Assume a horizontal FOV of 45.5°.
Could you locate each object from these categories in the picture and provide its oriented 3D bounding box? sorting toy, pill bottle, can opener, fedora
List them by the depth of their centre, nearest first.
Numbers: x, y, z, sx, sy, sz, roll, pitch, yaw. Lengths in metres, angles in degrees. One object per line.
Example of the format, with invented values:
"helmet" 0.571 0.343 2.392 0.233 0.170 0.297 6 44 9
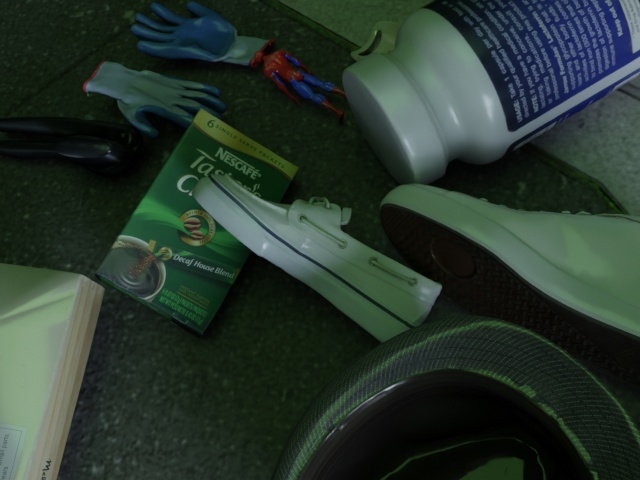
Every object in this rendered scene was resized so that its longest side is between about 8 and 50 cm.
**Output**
"fedora" 0.092 0.199 0.541 0.244 0.124 0.275 37 84 25
"pill bottle" 0.162 -0.162 0.684 0.265 0.153 0.153 -31 64 -6
"sorting toy" 0.073 -0.195 0.780 0.075 0.045 0.083 30 74 29
"can opener" -0.266 -0.105 0.787 0.186 0.073 0.059 11 75 24

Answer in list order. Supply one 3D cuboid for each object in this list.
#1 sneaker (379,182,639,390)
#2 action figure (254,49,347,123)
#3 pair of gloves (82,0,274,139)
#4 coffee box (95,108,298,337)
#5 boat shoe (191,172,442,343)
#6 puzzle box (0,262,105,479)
"sneaker" 0.193 0.016 0.636 0.290 0.105 0.123 29 60 15
"action figure" -0.020 -0.161 0.779 0.115 0.030 0.038 34 79 8
"pair of gloves" -0.150 -0.183 0.799 0.159 0.023 0.198 19 55 14
"coffee box" -0.111 -0.018 0.703 0.113 0.040 0.184 32 72 -7
"boat shoe" 0.000 0.000 0.654 0.226 0.083 0.075 36 93 -3
"puzzle box" -0.358 0.210 0.629 0.272 0.052 0.408 7 74 12
